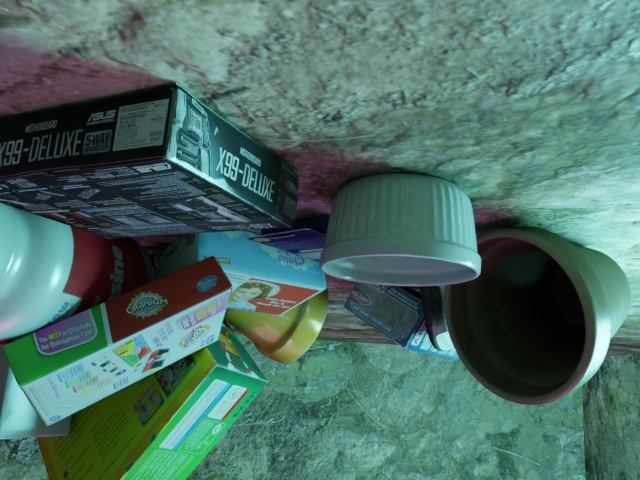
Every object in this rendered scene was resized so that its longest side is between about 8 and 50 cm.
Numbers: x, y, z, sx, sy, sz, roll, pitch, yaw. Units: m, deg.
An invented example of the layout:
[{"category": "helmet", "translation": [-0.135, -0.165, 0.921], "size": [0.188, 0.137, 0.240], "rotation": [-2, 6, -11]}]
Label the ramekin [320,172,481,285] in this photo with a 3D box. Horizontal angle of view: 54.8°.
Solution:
[{"category": "ramekin", "translation": [0.105, -0.010, 0.809], "size": [0.207, 0.109, 0.207], "rotation": [3, 167, 1]}]

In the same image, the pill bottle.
[{"category": "pill bottle", "translation": [-0.433, 0.046, 0.927], "size": [0.228, 0.229, 0.408], "rotation": [1, 166, 11]}]

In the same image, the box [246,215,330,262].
[{"category": "box", "translation": [0.000, 0.000, 1.028], "size": [0.136, 0.037, 0.225], "rotation": [-7, 164, 37]}]

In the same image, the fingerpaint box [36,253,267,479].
[{"category": "fingerpaint box", "translation": [-0.375, 0.319, 1.284], "size": [0.163, 0.445, 0.371], "rotation": [34, -173, -48]}]

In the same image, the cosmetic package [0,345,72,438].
[{"category": "cosmetic package", "translation": [-0.610, 0.199, 1.272], "size": [0.217, 0.385, 0.156], "rotation": [-7, 162, 37]}]

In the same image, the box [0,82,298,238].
[{"category": "box", "translation": [-0.214, -0.071, 0.714], "size": [0.307, 0.077, 0.242], "rotation": [-3, 165, 27]}]

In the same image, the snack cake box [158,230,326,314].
[{"category": "snack cake box", "translation": [-0.141, 0.057, 1.120], "size": [0.264, 0.089, 0.152], "rotation": [14, 145, -36]}]

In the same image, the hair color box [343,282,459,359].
[{"category": "hair color box", "translation": [0.213, 0.175, 1.403], "size": [0.173, 0.105, 0.347], "rotation": [31, -178, 33]}]

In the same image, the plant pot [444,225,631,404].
[{"category": "plant pot", "translation": [0.366, 0.102, 0.973], "size": [0.229, 0.263, 0.263], "rotation": [-7, 175, -37]}]

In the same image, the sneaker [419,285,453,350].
[{"category": "sneaker", "translation": [0.371, 0.116, 1.233], "size": [0.257, 0.169, 0.447], "rotation": [-13, 168, 27]}]

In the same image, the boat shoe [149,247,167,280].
[{"category": "boat shoe", "translation": [-0.303, 0.048, 1.215], "size": [0.223, 0.080, 0.073], "rotation": [-13, 149, 16]}]

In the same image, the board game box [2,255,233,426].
[{"category": "board game box", "translation": [-0.303, 0.161, 0.970], "size": [0.316, 0.064, 0.242], "rotation": [-25, 160, -26]}]

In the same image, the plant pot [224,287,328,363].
[{"category": "plant pot", "translation": [-0.118, 0.134, 1.327], "size": [0.187, 0.205, 0.205], "rotation": [30, 155, -28]}]
